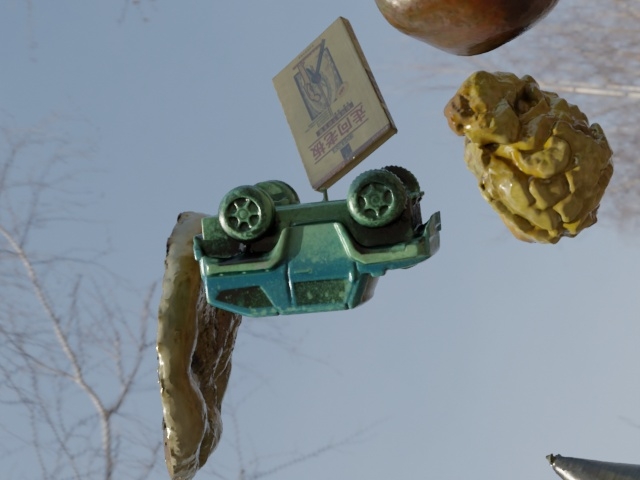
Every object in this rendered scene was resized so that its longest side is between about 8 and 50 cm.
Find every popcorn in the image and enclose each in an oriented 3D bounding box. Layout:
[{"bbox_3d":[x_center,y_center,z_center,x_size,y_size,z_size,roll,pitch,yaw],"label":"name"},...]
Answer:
[{"bbox_3d":[0.345,-0.151,1.905,0.332,0.265,0.225,41,-68,-17],"label":"popcorn"}]

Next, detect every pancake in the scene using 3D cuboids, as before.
[{"bbox_3d":[-0.167,0.152,1.602,0.387,0.082,0.387,4,-90,-83],"label":"pancake"}]

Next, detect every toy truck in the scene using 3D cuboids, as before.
[{"bbox_3d":[0.000,0.000,1.338,0.155,0.278,0.156,-27,-68,-77],"label":"toy truck"}]

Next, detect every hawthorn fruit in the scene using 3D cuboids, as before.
[{"bbox_3d":[0.219,-0.394,1.537,0.267,0.300,0.268,7,-100,-44],"label":"hawthorn fruit"}]

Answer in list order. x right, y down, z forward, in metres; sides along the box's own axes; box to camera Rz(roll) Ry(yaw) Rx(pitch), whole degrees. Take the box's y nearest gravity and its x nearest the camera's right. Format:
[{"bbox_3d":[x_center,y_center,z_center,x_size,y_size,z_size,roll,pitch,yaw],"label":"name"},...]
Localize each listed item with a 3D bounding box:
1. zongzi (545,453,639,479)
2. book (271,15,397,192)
[{"bbox_3d":[0.277,0.271,0.822,0.112,0.242,0.221,-17,-71,-66],"label":"zongzi"},{"bbox_3d":[0.016,-0.204,1.722,0.161,0.231,0.026,-39,-36,27],"label":"book"}]
